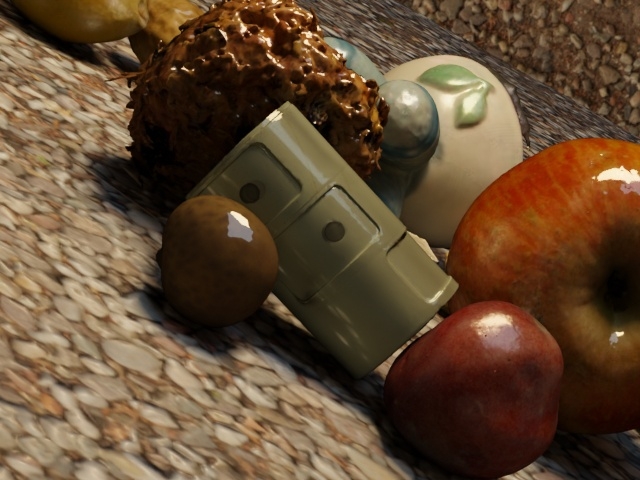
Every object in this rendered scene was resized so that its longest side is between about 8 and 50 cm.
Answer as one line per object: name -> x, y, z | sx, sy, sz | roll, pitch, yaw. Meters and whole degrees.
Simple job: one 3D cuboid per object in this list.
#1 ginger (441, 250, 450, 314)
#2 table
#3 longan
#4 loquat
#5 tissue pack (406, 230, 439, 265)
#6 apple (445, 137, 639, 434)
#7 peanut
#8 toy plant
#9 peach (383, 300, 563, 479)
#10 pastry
ginger -> 0.295, 0.071, 2.008 | 0.348, 0.122, 0.363 | 38, 24, -10
table -> 0.000, 0.000, 1.533 | 0.220, 0.126, 0.126 | 47, 15, -3
longan -> -0.089, 0.017, 1.449 | 0.113, 0.113, 0.092 | 37, 20, 21
loquat -> -0.277, -0.296, 2.008 | 0.195, 0.152, 0.152 | 27, 13, 15
tissue pack -> 0.078, 0.038, 1.746 | 0.042, 0.083, 0.062 | 24, 16, -22
apple -> 0.265, 0.045, 1.729 | 0.301, 0.301, 0.301 | 29, 15, -9
peanut -> -0.139, -0.199, 2.047 | 0.226, 0.095, 0.108 | 44, -26, 24
toy plant -> 0.054, -0.103, 1.942 | 0.332, 0.247, 0.247 | 2, 33, -50
peach -> 0.121, 0.122, 1.472 | 0.152, 0.152, 0.152 | 29, 15, -9
pastry -> -0.059, -0.132, 1.697 | 0.275, 0.275, 0.193 | 23, 49, -31
